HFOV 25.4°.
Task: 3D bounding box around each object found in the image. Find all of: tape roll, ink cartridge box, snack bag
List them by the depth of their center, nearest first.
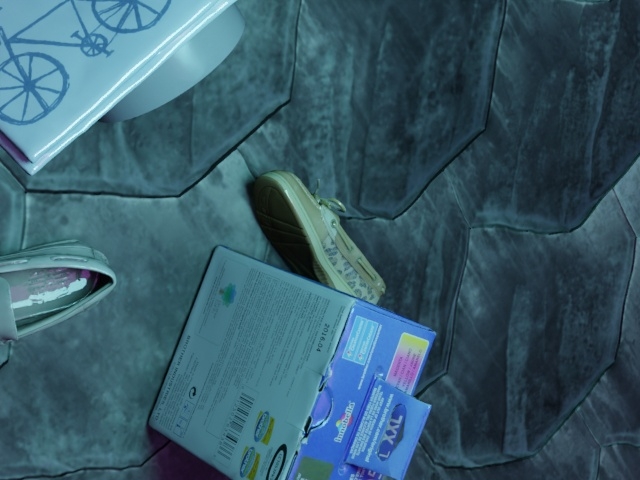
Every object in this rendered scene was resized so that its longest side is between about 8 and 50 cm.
[{"bbox_3d":[-0.317,-0.277,1.583,0.323,0.342,0.037,-45,161,-16],"label":"snack bag"},{"bbox_3d":[-0.200,-0.235,1.683,0.219,0.219,0.072,-43,120,-18],"label":"tape roll"},{"bbox_3d":[-0.028,0.187,1.780,0.151,0.395,0.270,22,88,-34],"label":"ink cartridge box"}]

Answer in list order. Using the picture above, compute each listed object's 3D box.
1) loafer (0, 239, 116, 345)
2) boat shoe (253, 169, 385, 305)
[{"bbox_3d":[-0.397,0.073,1.688,0.319,0.111,0.112,-21,111,-28],"label":"loafer"},{"bbox_3d":[0.000,0.000,1.944,0.089,0.104,0.285,-46,131,-21],"label":"boat shoe"}]
